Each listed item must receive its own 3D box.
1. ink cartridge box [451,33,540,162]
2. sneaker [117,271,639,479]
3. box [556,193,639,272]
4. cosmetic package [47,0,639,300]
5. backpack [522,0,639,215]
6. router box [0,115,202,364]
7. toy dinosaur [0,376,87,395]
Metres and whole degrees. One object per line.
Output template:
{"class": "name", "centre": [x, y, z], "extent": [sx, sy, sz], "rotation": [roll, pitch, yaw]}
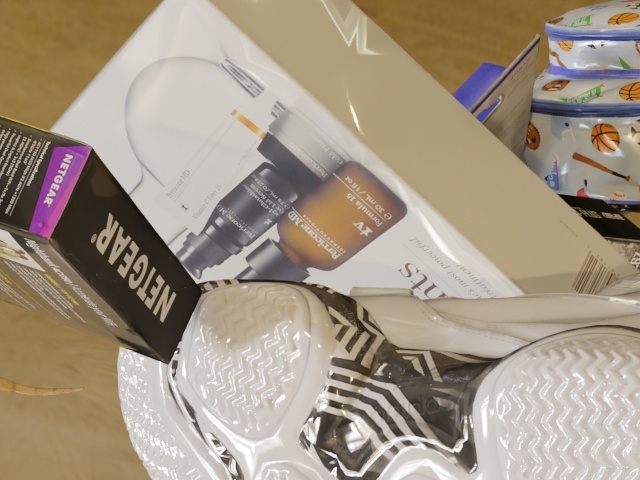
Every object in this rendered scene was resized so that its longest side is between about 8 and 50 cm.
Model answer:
{"class": "ink cartridge box", "centre": [0.117, -0.036, 1.426], "extent": [0.069, 0.371, 0.176], "rotation": [36, 67, 18]}
{"class": "sneaker", "centre": [0.081, 0.086, 0.788], "extent": [0.210, 0.366, 0.137], "rotation": [-7, 100, -53]}
{"class": "box", "centre": [0.178, 0.053, 1.322], "extent": [0.147, 0.077, 0.180], "rotation": [4, 118, -39]}
{"class": "cosmetic package", "centre": [0.000, 0.000, 1.065], "extent": [0.377, 0.284, 0.097], "rotation": [42, 50, -9]}
{"class": "backpack", "centre": [0.315, -0.125, 1.475], "extent": [0.263, 0.276, 0.213], "rotation": [-35, 114, -44]}
{"class": "router box", "centre": [-0.139, -0.008, 0.687], "extent": [0.133, 0.179, 0.046], "rotation": [19, 75, 16]}
{"class": "toy dinosaur", "centre": [-0.313, 0.102, 1.277], "extent": [0.211, 0.112, 0.064], "rotation": [27, 85, -43]}
